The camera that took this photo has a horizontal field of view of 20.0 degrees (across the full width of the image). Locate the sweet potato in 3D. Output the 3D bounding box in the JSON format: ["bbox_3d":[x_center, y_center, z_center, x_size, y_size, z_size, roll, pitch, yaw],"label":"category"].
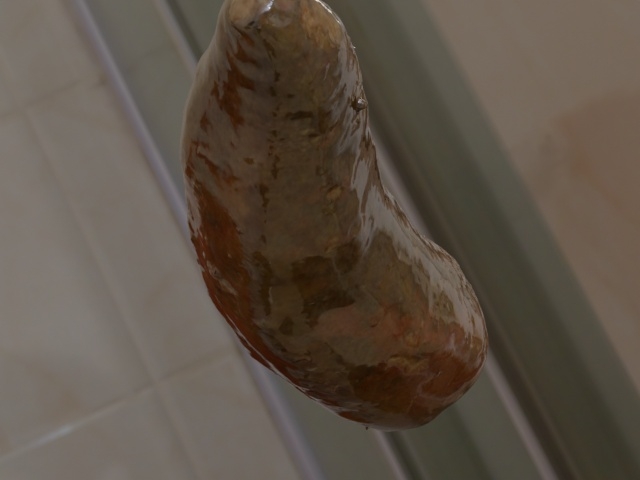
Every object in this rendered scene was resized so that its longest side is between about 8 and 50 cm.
[{"bbox_3d":[-0.001,0.000,0.710,0.097,0.097,0.292,-28,-33,3],"label":"sweet potato"}]
